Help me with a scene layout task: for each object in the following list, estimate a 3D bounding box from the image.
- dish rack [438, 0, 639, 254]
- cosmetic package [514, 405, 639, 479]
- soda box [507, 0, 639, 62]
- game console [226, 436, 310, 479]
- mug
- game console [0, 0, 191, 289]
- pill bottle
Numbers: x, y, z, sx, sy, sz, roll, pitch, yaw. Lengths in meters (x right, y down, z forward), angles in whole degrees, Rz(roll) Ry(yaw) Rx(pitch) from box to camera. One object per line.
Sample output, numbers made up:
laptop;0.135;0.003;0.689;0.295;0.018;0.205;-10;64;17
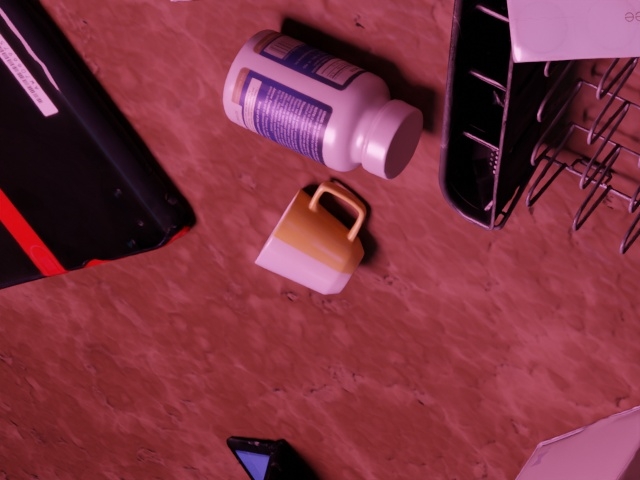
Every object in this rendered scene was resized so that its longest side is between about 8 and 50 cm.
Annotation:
dish rack;0.203;-0.054;1.040;0.271;0.074;0.208;27;145;20
cosmetic package;0.274;0.267;1.306;0.309;0.113;0.160;45;147;-8
soda box;0.200;-0.130;0.895;0.216;0.069;0.074;0;105;27
game console;-0.035;0.236;1.617;0.071;0.107;0.122;-22;116;23
mug;-0.002;0.003;1.325;0.064;0.062;0.078;33;153;-2
game console;-0.310;-0.125;1.497;0.342;0.060;0.386;-15;119;45
pill bottle;0.003;-0.085;1.208;0.120;0.067;0.067;26;144;21
